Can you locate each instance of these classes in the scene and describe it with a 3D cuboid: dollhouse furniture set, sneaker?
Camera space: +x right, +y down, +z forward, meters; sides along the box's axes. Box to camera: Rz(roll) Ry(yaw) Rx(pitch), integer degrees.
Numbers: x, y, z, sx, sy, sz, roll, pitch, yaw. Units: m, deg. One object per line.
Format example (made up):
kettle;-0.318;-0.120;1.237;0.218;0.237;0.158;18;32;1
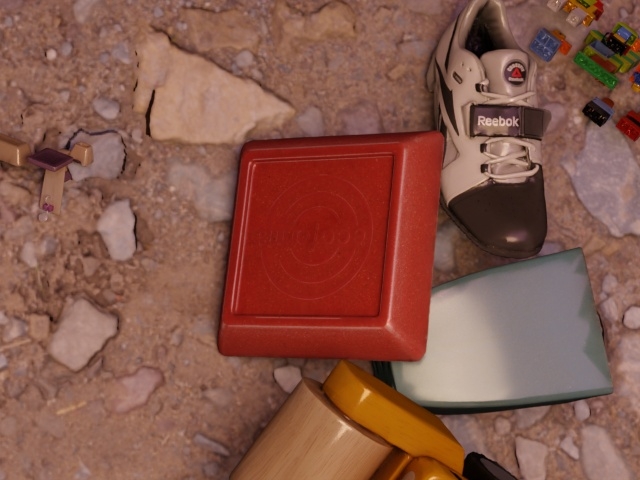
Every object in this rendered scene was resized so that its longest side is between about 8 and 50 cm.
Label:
dollhouse furniture set;-0.331;-0.077;1.503;0.114;0.091;0.081;20;116;13
sneaker;0.196;-0.140;1.521;0.122;0.146;0.331;-3;59;-15

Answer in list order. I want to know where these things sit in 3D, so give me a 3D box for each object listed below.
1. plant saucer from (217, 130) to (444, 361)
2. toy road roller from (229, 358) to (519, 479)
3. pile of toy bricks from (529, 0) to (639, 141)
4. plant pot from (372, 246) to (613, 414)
plant saucer;0.000;0.000;1.468;0.258;0.047;0.259;-1;76;27
toy road roller;0.088;0.295;1.308;0.329;0.240;0.202;34;95;-20
pile of toy bricks;0.370;-0.228;1.674;0.212;0.118;0.105;42;43;14
plant pot;0.180;0.121;1.514;0.234;0.165;0.166;-10;81;-10
